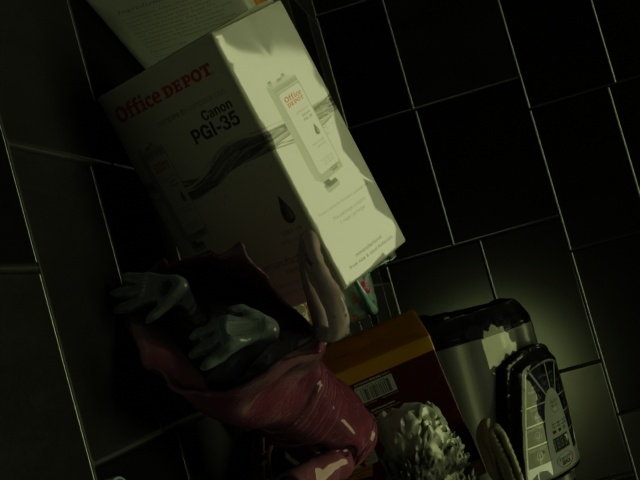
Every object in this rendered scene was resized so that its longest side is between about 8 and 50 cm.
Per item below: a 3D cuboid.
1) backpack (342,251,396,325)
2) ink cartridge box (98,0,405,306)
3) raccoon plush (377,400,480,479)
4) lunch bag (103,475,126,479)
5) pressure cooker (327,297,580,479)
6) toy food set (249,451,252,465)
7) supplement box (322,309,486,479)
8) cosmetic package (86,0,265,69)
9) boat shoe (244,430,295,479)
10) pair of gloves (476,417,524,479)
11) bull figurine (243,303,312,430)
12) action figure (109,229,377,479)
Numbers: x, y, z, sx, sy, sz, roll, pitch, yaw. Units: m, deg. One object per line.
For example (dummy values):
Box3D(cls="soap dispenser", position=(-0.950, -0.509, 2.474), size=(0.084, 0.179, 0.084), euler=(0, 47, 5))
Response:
Box3D(cls="backpack", position=(0.000, 0.000, 1.823), size=(0.225, 0.191, 0.254), euler=(-97, 165, -82))
Box3D(cls="ink cartridge box", position=(-0.075, -0.073, 1.346), size=(0.117, 0.207, 0.283), euler=(-36, 101, -44))
Box3D(cls="raccoon plush", position=(0.106, 0.420, 1.297), size=(0.299, 0.216, 0.446), euler=(-69, 134, -76))
Box3D(cls="lunch bag", position=(-0.136, 0.281, 0.883), size=(0.176, 0.090, 0.219), euler=(-89, 161, -59))
Box3D(cls="pressure cooker", position=(0.183, 0.321, 1.922), size=(0.375, 0.369, 0.421), euler=(144, -68, -81))
Box3D(cls="toy food set", position=(0.003, 0.409, 1.601), size=(0.306, 0.092, 0.220), euler=(65, 1, -50))
Box3D(cls="supplement box", position=(0.076, 0.223, 1.645), size=(0.129, 0.191, 0.194), euler=(-114, -179, -78))
Box3D(cls="cosmetic package", position=(-0.199, -0.375, 1.449), size=(0.453, 0.161, 0.230), euler=(50, 25, -68))
Box3D(cls="boat shoe", position=(-0.040, 0.250, 1.473), size=(0.073, 0.073, 0.207), euler=(34, 25, -8))
Box3D(cls="pair of gloves", position=(0.234, 0.324, 1.535), size=(0.204, 0.042, 0.240), euler=(33, 37, -84))
Box3D(cls="bull figurine", position=(-0.051, 0.096, 1.589), size=(0.310, 0.101, 0.188), euler=(-79, 179, -60))
Box3D(cls="action figure", position=(-0.031, 0.136, 1.298), size=(0.370, 0.275, 0.248), euler=(46, 19, -42))
